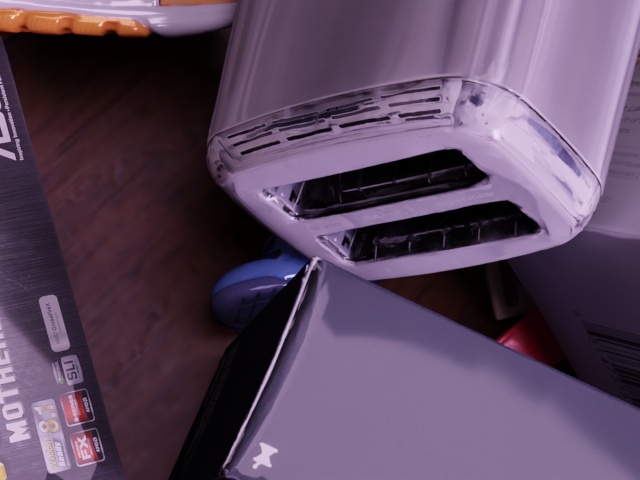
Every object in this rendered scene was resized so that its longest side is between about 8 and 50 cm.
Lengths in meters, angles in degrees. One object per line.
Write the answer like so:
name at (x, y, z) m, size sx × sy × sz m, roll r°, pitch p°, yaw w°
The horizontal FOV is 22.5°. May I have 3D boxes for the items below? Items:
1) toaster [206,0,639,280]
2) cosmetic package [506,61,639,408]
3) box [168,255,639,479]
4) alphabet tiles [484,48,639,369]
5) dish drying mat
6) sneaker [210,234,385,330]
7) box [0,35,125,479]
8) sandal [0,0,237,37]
toaster at (0.052, -0.073, 0.723) m, size 0.129 × 0.227 × 0.146 m, roll 40°, pitch 54°, yaw -39°
cosmetic package at (0.295, -0.046, 0.795) m, size 0.385 × 0.156 × 0.217 m, roll -39°, pitch 111°, yaw -18°
box at (0.075, 0.124, 0.709) m, size 0.261 × 0.184 × 0.103 m, roll 25°, pitch 72°, yaw -7°
alphabet tiles at (0.190, -0.043, 0.852) m, size 0.237 × 0.009 × 0.198 m, roll -14°, pitch 103°, yaw -15°
dish drying mat at (0.106, 0.057, 0.832) m, size 0.083 × 0.008 × 0.032 m, roll -38°, pitch 102°, yaw -10°
sneaker at (0.000, 0.000, 0.815) m, size 0.144 × 0.053 × 0.059 m, roll -24°, pitch 73°, yaw -30°
box at (-0.208, 0.030, 0.733) m, size 0.183 × 0.056 × 0.231 m, roll -11°, pitch 73°, yaw -22°
sandal at (-0.157, -0.140, 0.781) m, size 0.265 × 0.102 × 0.076 m, roll 1°, pitch 99°, yaw -16°
